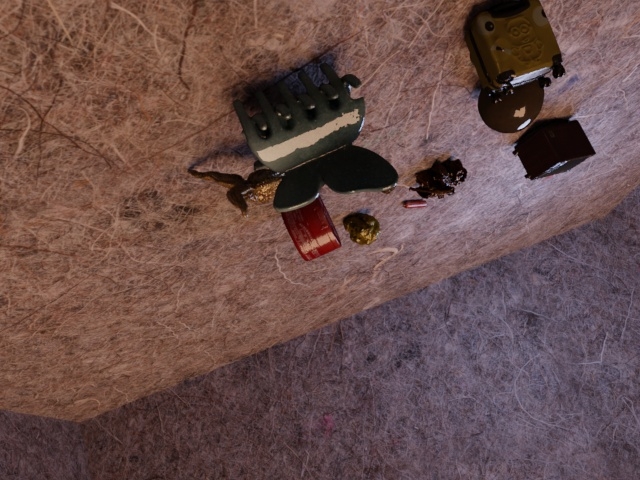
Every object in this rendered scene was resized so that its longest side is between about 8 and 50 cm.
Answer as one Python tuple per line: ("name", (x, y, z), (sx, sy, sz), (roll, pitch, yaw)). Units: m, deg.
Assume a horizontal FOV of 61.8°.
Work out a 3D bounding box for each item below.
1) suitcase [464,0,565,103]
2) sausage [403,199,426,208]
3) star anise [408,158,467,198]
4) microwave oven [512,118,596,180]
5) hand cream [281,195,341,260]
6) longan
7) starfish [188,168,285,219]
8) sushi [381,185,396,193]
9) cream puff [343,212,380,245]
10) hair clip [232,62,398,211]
("suitcase", (0.499, -0.497, 1.401), (0.194, 0.234, 0.143), (-19, 177, -7))
("sausage", (0.408, -0.158, 2.334), (0.129, 0.034, 0.034), (-6, 152, -34))
("star anise", (0.486, -0.230, 2.131), (0.220, 0.125, 0.190), (-37, 158, 25))
("microwave oven", (0.945, -0.371, 2.174), (0.247, 0.188, 0.178), (-15, 163, -28))
("hand cream", (-0.032, -0.047, 1.910), (0.149, 0.230, 0.230), (-26, 158, 4))
("longan", (0.594, -0.434, 1.678), (0.197, 0.196, 0.220), (-18, 163, -11))
("starfish", (-0.176, -0.165, 1.514), (0.294, 0.301, 0.084), (-22, 124, -34))
("sushi", (0.264, -0.215, 2.046), (0.055, 0.052, 0.120), (-3, 153, -7))
("cream puff", (0.169, -0.054, 2.223), (0.146, 0.146, 0.116), (-34, 138, 25))
("hair clip", (-0.032, -0.272, 1.339), (0.318, 0.392, 0.238), (-23, 132, -4))
